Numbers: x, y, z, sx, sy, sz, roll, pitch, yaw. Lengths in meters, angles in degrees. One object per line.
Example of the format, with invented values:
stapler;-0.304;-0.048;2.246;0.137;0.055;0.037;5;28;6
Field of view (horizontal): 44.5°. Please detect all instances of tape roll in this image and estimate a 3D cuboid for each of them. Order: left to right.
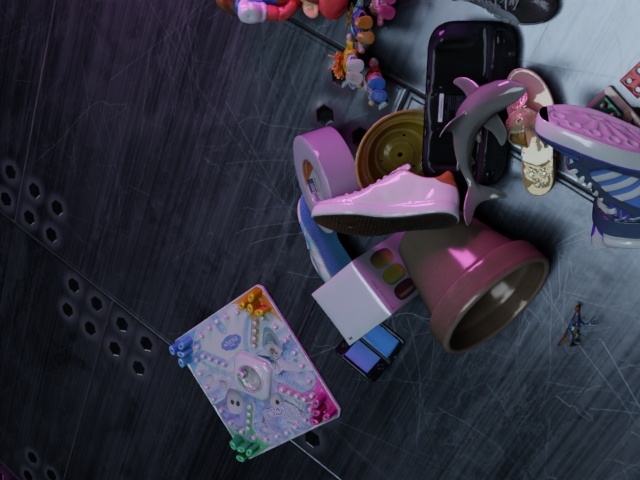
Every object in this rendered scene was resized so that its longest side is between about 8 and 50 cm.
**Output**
tape roll;0.015;-0.128;1.663;0.219;0.072;0.219;160;90;-75

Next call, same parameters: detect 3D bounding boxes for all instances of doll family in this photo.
doll family;0.079;-0.402;1.554;0.118;0.163;0.263;5;113;-3

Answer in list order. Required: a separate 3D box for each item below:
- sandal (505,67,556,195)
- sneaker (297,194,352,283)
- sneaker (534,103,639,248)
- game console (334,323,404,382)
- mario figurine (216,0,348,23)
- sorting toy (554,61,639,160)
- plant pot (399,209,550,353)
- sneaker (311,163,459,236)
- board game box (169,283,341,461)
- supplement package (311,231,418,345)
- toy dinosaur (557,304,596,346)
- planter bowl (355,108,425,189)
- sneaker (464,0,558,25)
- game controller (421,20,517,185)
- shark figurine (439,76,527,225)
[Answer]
sandal;0.381;-0.194;1.425;0.088;0.079;0.240;-5;103;31
sneaker;0.000;0.000;1.782;0.229;0.087;0.092;70;159;9
sneaker;0.493;-0.084;1.368;0.322;0.130;0.236;17;128;0
game console;0.112;0.247;1.812;0.122;0.107;0.071;38;151;16
mario figurine;-0.071;-0.541;1.585;0.320;0.170;0.198;8;105;33
sorting toy;0.519;-0.191;1.411;0.132;0.046;0.274;51;125;7
plant pot;0.279;0.057;1.552;0.229;0.263;0.263;49;127;30
sneaker;0.127;-0.081;1.527;0.290;0.106;0.123;-2;65;15
board game box;-0.186;0.363;2.054;0.390;0.050;0.390;-34;87;36
supplement package;0.121;0.093;1.642;0.134;0.244;0.139;-41;83;36
toy dinosaur;0.501;0.170;1.557;0.090;0.047;0.082;-9;84;45
planter bowl;0.170;-0.166;1.590;0.217;0.090;0.217;-2;109;-7
sneaker;0.302;-0.441;1.406;0.228;0.132;0.086;26;119;23
game controller;0.283;-0.257;1.500;0.166;0.067;0.319;3;110;8
shark figurine;0.263;-0.181;1.426;0.166;0.116;0.278;37;138;34
